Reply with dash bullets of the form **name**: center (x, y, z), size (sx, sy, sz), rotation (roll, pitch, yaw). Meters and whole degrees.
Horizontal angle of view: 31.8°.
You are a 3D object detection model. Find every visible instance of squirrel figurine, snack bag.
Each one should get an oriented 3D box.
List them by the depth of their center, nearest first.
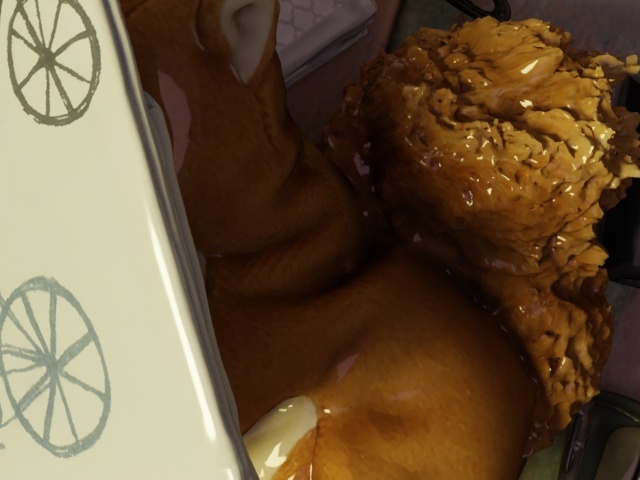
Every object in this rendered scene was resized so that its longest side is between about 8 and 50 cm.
- **snack bag**: center (-0.179, -0.027, 0.569), size (0.037, 0.323, 0.342), rotation (-14, 88, -46)
- **squirrel figurine**: center (0.000, 0.000, 0.691), size (0.397, 0.281, 0.370), rotation (-27, 104, -17)

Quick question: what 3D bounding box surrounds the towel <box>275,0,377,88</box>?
- **towel**: center (-0.169, -0.177, 0.717), size (0.332, 0.053, 0.317), rotation (-36, 114, 2)

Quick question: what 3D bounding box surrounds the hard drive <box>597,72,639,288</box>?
- **hard drive**: center (0.336, -0.030, 0.812), size (0.255, 0.054, 0.172), rotation (8, 97, -5)

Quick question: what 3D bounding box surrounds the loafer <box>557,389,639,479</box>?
- **loafer**: center (0.177, 0.237, 0.829), size (0.084, 0.096, 0.267), rotation (24, 89, 13)

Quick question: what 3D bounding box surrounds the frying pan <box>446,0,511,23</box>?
- **frying pan**: center (-0.029, -0.216, 0.687), size (0.197, 0.053, 0.326), rotation (-34, 112, 1)
